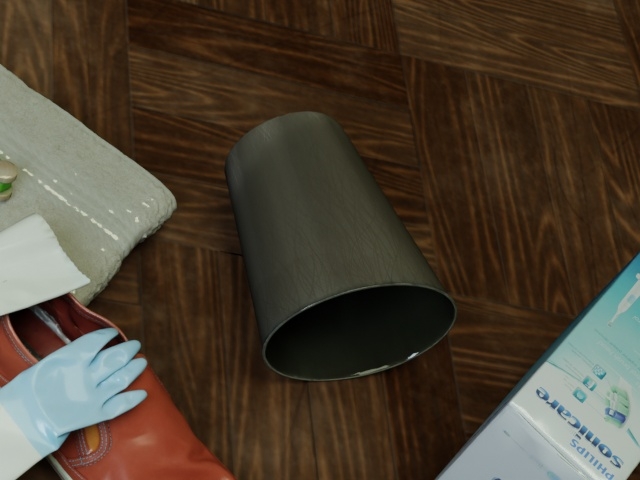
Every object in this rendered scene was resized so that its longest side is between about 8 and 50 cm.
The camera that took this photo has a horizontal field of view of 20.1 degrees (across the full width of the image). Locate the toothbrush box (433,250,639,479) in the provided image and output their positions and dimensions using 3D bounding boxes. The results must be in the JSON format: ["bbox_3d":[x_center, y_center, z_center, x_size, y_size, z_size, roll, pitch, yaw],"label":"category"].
[{"bbox_3d":[0.238,0.168,1.696,0.126,0.216,0.295,43,45,7],"label":"toothbrush box"}]

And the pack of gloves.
[{"bbox_3d":[-0.257,0.087,1.459,0.232,0.046,0.195,-32,75,-37],"label":"pack of gloves"}]

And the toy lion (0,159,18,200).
[{"bbox_3d":[-0.337,-0.062,1.617,0.096,0.034,0.100,43,47,18],"label":"toy lion"}]

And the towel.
[{"bbox_3d":[-0.293,-0.061,1.691,0.282,0.049,0.187,36,47,2],"label":"towel"}]

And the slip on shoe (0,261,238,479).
[{"bbox_3d":[-0.177,0.149,1.551,0.331,0.101,0.123,45,43,6],"label":"slip on shoe"}]

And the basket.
[{"bbox_3d":[0.000,0.000,1.746,0.204,0.154,0.227,-1,52,-33],"label":"basket"}]
